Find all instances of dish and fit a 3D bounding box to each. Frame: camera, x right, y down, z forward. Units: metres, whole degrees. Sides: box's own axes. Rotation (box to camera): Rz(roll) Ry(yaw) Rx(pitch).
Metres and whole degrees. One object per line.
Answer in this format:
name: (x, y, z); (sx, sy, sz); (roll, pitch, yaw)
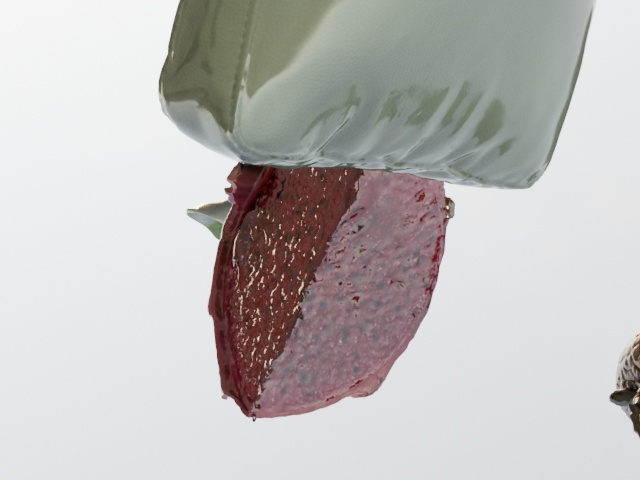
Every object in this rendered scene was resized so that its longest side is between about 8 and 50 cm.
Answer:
dish: (-0.091, -0.018, 1.708); (0.091, 0.137, 0.039); (7, -112, 54)

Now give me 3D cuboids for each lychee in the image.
lychee: (0.276, 0.109, 1.149); (0.114, 0.140, 0.101); (32, -76, 46)

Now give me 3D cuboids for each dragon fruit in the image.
dragon fruit: (0.006, 0.000, 1.165); (0.161, 0.126, 0.274); (35, -73, 51)

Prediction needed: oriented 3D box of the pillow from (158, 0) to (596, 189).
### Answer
pillow: (0.051, -0.185, 0.638); (0.119, 0.255, 0.322); (16, -82, 35)
